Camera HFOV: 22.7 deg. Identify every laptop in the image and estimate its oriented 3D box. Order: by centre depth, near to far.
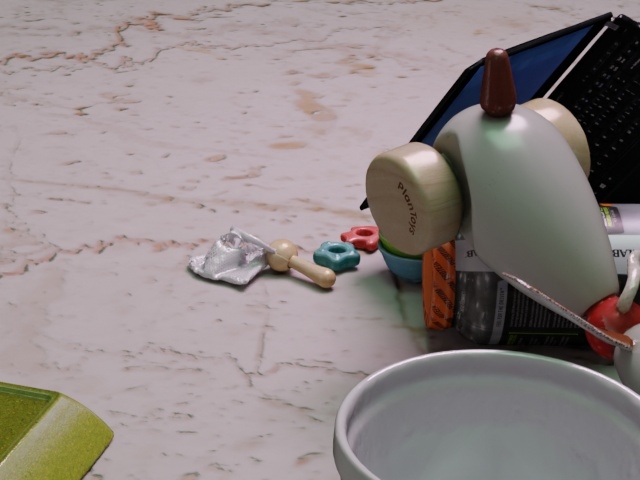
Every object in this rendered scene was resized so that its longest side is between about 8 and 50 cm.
[{"bbox_3d":[0.210,-0.068,1.342,0.264,0.234,0.136,29,56,-6],"label":"laptop"}]

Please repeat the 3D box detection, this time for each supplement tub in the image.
[{"bbox_3d":[0.180,0.027,1.279,0.190,0.117,0.117,1,24,-3],"label":"supplement tub"}]

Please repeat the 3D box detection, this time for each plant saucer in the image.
[{"bbox_3d":[-0.260,0.142,1.077,0.188,0.045,0.188,8,25,14],"label":"plant saucer"}]

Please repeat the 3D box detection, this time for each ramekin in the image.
[{"bbox_3d":[0.109,0.162,0.985,0.207,0.109,0.207,2,24,-1],"label":"ramekin"}]

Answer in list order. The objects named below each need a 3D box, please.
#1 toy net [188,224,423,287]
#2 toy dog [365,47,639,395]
[{"bbox_3d":[0.000,0.000,1.410,0.232,0.045,0.122,1,25,-2],"label":"toy net"},{"bbox_3d":[0.184,-0.016,1.125,0.334,0.161,0.220,29,51,23],"label":"toy dog"}]
